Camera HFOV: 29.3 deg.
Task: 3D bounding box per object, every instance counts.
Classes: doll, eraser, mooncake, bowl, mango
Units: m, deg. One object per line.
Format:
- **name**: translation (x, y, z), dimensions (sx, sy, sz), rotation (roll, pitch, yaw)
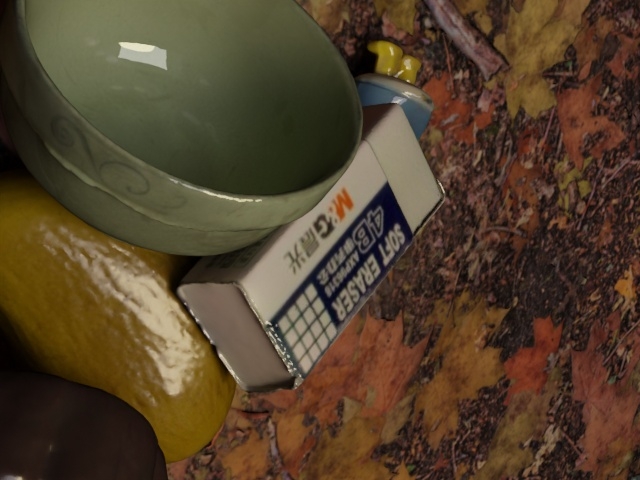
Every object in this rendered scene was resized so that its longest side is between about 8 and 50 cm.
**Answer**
- **doll**: translation (0.047, -0.088, 1.302), dimensions (0.241, 0.098, 0.135), rotation (-65, 173, 2)
- **eraser**: translation (0.000, 0.000, 1.143), dimensions (0.287, 0.086, 0.130), rotation (-48, 119, -38)
- **mooncake**: translation (-0.272, 0.226, 1.039), dimensions (0.283, 0.283, 0.141), rotation (36, 40, -43)
- **bowl**: translation (-0.132, -0.108, 1.036), dimensions (0.307, 0.307, 0.163), rotation (-3, 143, -40)
- **mango**: translation (-0.190, 0.067, 1.118), dimensions (0.195, 0.142, 0.332), rotation (-27, 117, -5)

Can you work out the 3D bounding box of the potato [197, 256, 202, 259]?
- **potato**: translation (-0.113, 0.007, 1.202), dimensions (0.120, 0.100, 0.261), rotation (-25, 123, -31)
